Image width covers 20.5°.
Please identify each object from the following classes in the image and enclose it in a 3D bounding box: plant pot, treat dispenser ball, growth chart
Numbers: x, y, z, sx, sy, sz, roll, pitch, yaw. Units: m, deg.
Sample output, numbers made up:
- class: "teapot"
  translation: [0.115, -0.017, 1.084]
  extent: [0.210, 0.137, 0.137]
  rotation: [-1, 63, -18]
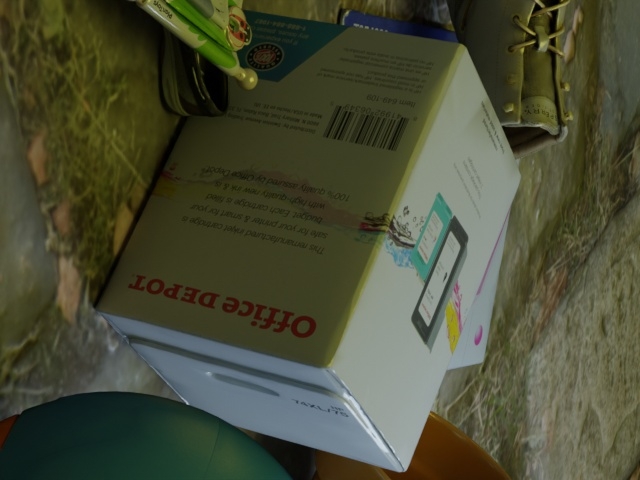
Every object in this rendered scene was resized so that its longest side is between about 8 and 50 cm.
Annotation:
- class: "plant pot"
  translation: [0.054, 0.267, 1.541]
  extent: [0.188, 0.205, 0.205]
  rotation: [-54, 158, 18]
- class: "treat dispenser ball"
  translation: [-0.130, 0.237, 1.087]
  extent: [0.288, 0.288, 0.288]
  rotation: [-33, 128, -54]
- class: "growth chart"
  translation: [-0.084, -0.242, 1.221]
  extent: [0.172, 0.021, 0.237]
  rotation: [27, 65, -53]

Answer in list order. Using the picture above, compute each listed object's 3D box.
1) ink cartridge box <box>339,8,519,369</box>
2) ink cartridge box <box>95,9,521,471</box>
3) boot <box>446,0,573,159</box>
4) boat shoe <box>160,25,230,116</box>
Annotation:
- class: "ink cartridge box"
  translation: [0.094, -0.035, 1.650]
  extent: [0.324, 0.071, 0.330]
  rotation: [-4, 105, -62]
- class: "ink cartridge box"
  translation: [0.000, 0.000, 1.341]
  extent: [0.270, 0.198, 0.197]
  rotation: [-66, 151, -21]
- class: "boot"
  translation: [0.195, -0.196, 1.562]
  extent: [0.095, 0.262, 0.203]
  rotation: [10, 64, -25]
- class: "boat shoe"
  translation: [-0.087, -0.161, 1.272]
  extent: [0.056, 0.049, 0.152]
  rotation: [-41, 135, -49]
